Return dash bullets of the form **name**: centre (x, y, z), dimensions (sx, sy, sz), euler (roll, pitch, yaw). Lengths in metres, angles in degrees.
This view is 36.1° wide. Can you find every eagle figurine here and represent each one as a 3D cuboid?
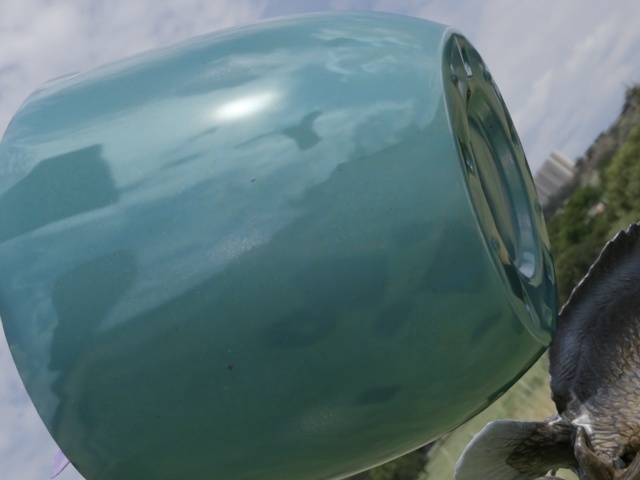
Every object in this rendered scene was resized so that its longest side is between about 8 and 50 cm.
- **eagle figurine**: centre (0.277, 0.142, 0.856), dimensions (0.226, 0.225, 0.298), euler (-43, 12, 42)

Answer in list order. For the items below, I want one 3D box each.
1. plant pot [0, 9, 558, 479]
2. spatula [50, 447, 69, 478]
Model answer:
- **plant pot**: centre (0.000, 0.000, 0.578), dimensions (0.235, 0.292, 0.293), euler (-18, 0, 22)
- **spatula**: centre (-0.177, 0.156, 0.838), dimensions (0.084, 0.030, 0.296), euler (-54, -5, -8)
